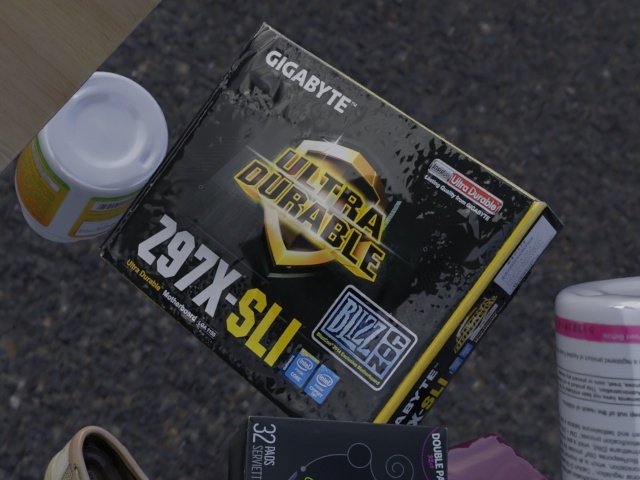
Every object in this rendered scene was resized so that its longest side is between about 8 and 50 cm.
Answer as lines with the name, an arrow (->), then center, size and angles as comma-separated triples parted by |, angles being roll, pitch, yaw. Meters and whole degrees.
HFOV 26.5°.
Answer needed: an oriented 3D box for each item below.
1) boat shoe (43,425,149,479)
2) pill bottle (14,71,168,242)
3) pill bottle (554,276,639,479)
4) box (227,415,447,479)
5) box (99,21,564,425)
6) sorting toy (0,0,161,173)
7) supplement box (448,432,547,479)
boat shoe -> -0.206, 0.375, 1.579 | 0.121, 0.110, 0.341 | -28, 77, -39
pill bottle -> -0.263, -0.079, 1.504 | 0.136, 0.245, 0.136 | 7, 71, -20
pill bottle -> 0.269, 0.176, 1.066 | 0.160, 0.160, 0.283 | -6, 96, -35
box -> 0.003, 0.099, 0.405 | 0.062, 0.052, 0.083 | 4, 73, -9
box -> 0.000, 0.000, 1.144 | 0.322, 0.257, 0.079 | 37, 3, 30
sorting toy -> -0.257, -0.182, 0.883 | 0.257, 0.255, 0.089 | 43, 25, -11
supplement box -> 0.128, 0.280, 1.220 | 0.104, 0.188, 0.081 | -12, 33, -29
